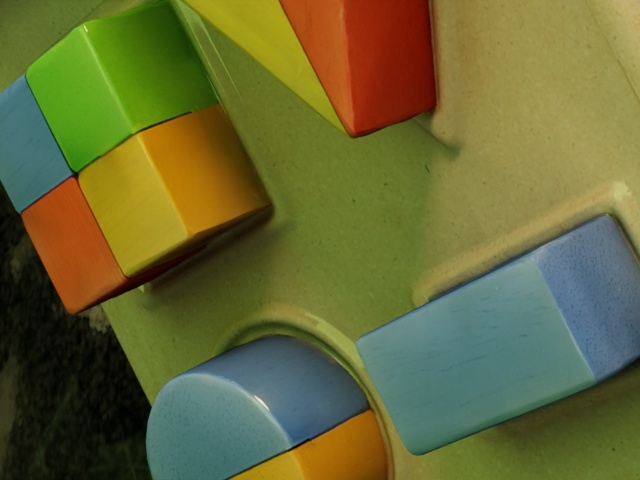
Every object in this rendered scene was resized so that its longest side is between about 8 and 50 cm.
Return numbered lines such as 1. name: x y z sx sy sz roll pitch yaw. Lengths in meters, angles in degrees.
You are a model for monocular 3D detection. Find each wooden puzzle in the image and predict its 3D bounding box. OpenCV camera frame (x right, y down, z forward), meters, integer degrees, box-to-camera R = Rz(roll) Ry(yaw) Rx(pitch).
1. wooden puzzle: 0.000 0.000 0.677 0.322 0.080 0.347 -30 90 46
